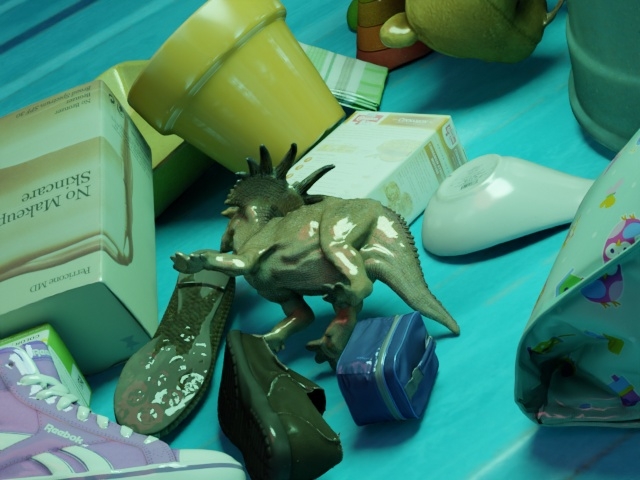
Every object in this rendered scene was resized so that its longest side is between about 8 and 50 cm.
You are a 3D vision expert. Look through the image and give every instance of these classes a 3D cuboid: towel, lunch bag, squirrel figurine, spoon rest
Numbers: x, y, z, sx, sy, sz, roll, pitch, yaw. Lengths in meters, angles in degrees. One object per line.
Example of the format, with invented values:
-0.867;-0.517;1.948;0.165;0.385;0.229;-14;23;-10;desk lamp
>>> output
0.007;-0.211;1.691;0.152;0.023;0.113;16;37;0;towel
0.063;0.105;1.141;0.065;0.067;0.098;-9;30;26;lunch bag
0.140;-0.388;1.586;0.281;0.397;0.370;-27;33;37;squirrel figurine
0.263;0.015;1.037;0.262;0.160;0.223;-46;10;41;lunch bag
0.215;-0.052;1.301;0.276;0.084;0.137;-23;24;33;spoon rest

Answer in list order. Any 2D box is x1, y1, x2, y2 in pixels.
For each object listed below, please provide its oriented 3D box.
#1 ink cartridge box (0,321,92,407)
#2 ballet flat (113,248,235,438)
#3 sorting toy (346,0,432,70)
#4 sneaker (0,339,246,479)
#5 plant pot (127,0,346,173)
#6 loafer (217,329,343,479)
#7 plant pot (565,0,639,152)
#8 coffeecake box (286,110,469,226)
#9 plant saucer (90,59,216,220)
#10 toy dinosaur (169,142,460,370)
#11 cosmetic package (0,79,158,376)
-0.318;0.206;1.237;0.189;0.097;0.255;-21;28;6;ink cartridge box
-0.135;0.106;1.320;0.084;0.058;0.250;9;41;7;ballet flat
0.077;-0.358;1.865;0.127;0.126;0.365;-20;29;10;sorting toy
-0.199;0.153;1.118;0.282;0.102;0.161;-1;64;4;sneaker
-0.081;-0.161;1.546;0.205;0.188;0.205;-45;-1;-1;plant pot
-0.036;0.146;1.159;0.078;0.080;0.220;2;24;-17;loafer
0.357;-0.304;1.280;0.341;0.334;0.341;-17;38;14;plant pot
0.042;-0.059;1.437;0.142;0.068;0.185;9;42;46;coffeecake box
-0.244;-0.119;1.756;0.333;0.081;0.333;3;39;41;plant saucer
0.000;0.000;1.269;0.295;0.127;0.200;7;46;27;toy dinosaur
-0.265;-0.010;1.439;0.153;0.129;0.296;-20;47;11;cosmetic package
